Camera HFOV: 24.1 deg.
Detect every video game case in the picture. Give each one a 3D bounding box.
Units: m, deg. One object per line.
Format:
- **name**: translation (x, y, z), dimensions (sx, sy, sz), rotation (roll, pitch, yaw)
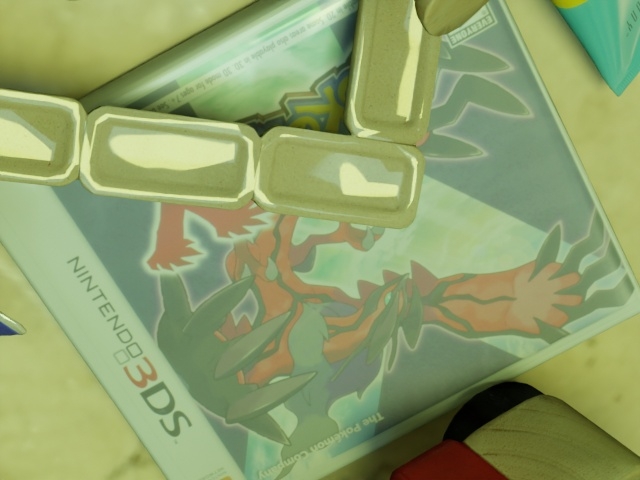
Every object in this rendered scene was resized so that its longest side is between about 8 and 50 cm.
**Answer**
- **video game case**: translation (0.000, 0.000, 0.565), dimensions (0.201, 0.023, 0.183), rotation (-28, 116, 4)

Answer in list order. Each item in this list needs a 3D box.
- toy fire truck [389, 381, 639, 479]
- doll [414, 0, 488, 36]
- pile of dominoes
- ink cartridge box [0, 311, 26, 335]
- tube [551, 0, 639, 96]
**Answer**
- **toy fire truck**: translation (0.042, 0.206, 0.542), dimensions (0.246, 0.158, 0.217), rotation (-26, 125, -21)
- **doll**: translation (-0.020, -0.143, 0.412), dimensions (0.046, 0.129, 0.189), rotation (-42, 70, 6)
- **pile of dominoes**: translation (-0.077, -0.115, 0.490), dimensions (0.251, 0.040, 0.196), rotation (7, 96, -16)
- **ink cartridge box**: translation (-0.208, -0.013, 0.430), dimensions (0.206, 0.208, 0.045), rotation (37, 70, -22)
- **tube**: translation (0.072, -0.134, 0.490), dimensions (0.080, 0.052, 0.207), rotation (-47, 129, 6)
